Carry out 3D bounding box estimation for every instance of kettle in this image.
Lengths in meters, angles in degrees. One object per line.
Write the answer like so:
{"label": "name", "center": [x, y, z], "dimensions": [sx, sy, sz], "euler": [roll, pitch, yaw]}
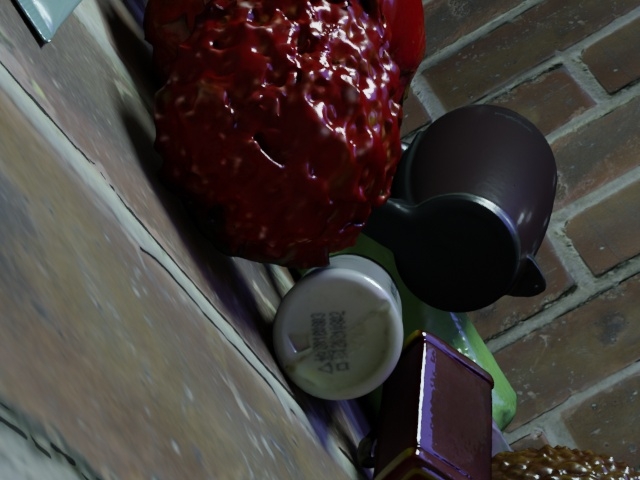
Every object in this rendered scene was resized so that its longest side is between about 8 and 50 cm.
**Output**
{"label": "kettle", "center": [0.112, -0.037, 1.077], "dimensions": [0.202, 0.144, 0.232], "euler": [31, 22, 1]}

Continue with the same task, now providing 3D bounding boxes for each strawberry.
{"label": "strawberry", "center": [0.001, -0.097, 0.797], "dimensions": [0.190, 0.237, 0.111], "euler": [20, -7, -43]}

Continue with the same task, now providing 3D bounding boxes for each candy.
{"label": "candy", "center": [0.065, 0.060, 1.198], "dimensions": [0.344, 0.132, 0.142], "euler": [61, 21, 16]}

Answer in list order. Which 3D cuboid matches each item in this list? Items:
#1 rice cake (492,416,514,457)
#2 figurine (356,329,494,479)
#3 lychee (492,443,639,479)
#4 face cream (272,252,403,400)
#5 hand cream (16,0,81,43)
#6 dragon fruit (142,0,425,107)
{"label": "rice cake", "center": [0.169, 0.287, 1.072], "dimensions": [0.298, 0.106, 0.050], "euler": [60, 3, -2]}
{"label": "figurine", "center": [0.066, 0.154, 0.899], "dimensions": [0.082, 0.098, 0.154], "euler": [38, 41, -26]}
{"label": "lychee", "center": [0.171, 0.246, 0.930], "dimensions": [0.194, 0.194, 0.194], "euler": [60, 4, -7]}
{"label": "face cream", "center": [0.020, 0.057, 0.970], "dimensions": [0.092, 0.092, 0.311], "euler": [60, 3, 0]}
{"label": "hand cream", "center": [-0.169, -0.206, 0.785], "dimensions": [0.109, 0.067, 0.321], "euler": [60, 9, -18]}
{"label": "dragon fruit", "center": [-0.030, -0.170, 0.983], "dimensions": [0.241, 0.240, 0.252], "euler": [-109, -172, -68]}
